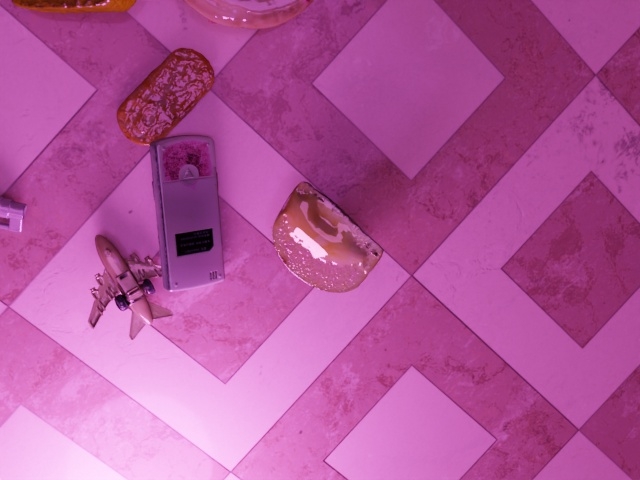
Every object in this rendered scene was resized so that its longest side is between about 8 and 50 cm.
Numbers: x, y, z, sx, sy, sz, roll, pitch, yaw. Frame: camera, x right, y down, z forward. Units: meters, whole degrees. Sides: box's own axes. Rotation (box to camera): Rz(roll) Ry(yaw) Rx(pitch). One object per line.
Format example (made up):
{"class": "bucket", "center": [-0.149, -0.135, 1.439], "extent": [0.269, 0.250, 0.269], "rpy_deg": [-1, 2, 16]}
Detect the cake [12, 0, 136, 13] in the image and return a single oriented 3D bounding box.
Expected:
{"class": "cake", "center": [-0.491, -0.544, 1.410], "extent": [0.261, 0.156, 0.179], "rpy_deg": [3, 103, 10]}

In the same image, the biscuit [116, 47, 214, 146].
{"class": "biscuit", "center": [-0.339, -0.314, 1.568], "extent": [0.118, 0.029, 0.247], "rpy_deg": [44, 91, -15]}

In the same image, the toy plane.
{"class": "toy plane", "center": [-0.436, 0.094, 1.605], "extent": [0.229, 0.092, 0.244], "rpy_deg": [-32, 109, -19]}

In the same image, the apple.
{"class": "apple", "center": [0.000, 0.000, 1.654], "extent": [0.265, 0.120, 0.193], "rpy_deg": [40, 105, -13]}

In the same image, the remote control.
{"class": "remote control", "center": [-0.295, -0.062, 1.597], "extent": [0.145, 0.050, 0.343], "rpy_deg": [-10, 103, -32]}

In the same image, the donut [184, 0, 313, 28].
{"class": "donut", "center": [-0.175, -0.599, 1.478], "extent": [0.371, 0.150, 0.307], "rpy_deg": [39, 91, -14]}

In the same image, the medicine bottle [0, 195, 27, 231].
{"class": "medicine bottle", "center": [-0.748, -0.074, 1.530], "extent": [0.221, 0.061, 0.092], "rpy_deg": [13, 123, -13]}
